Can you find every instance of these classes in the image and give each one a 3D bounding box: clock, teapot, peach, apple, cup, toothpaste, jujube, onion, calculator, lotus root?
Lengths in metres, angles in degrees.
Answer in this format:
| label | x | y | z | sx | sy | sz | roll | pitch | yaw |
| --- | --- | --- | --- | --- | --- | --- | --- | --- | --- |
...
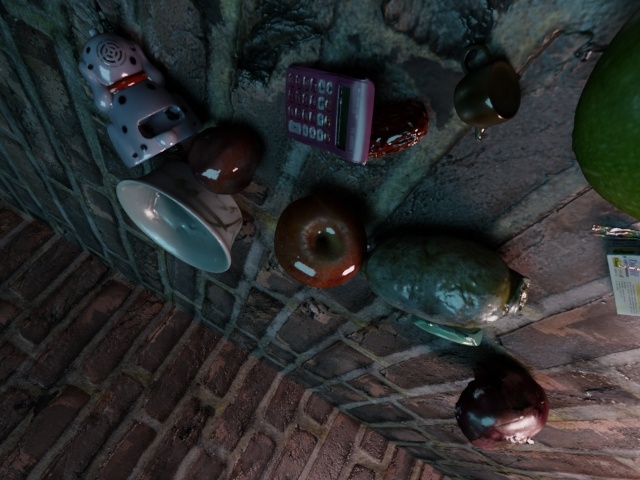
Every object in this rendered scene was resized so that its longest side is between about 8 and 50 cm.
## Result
| label | x | y | z | sx | sy | sz | roll | pitch | yaw |
| --- | --- | --- | --- | --- | --- | --- | --- | --- | --- |
| clock | 0.287 | 0.180 | 0.900 | 0.160 | 0.065 | 0.211 | 18 | -179 | 16 |
| teapot | 0.206 | -0.192 | 0.521 | 0.068 | 0.076 | 0.121 | -1 | 110 | 55 |
| peach | -0.206 | -0.171 | 0.849 | 0.152 | 0.152 | 0.152 | 23 | 149 | 15 |
| apple | 0.000 | 0.000 | 0.862 | 0.201 | 0.201 | 0.162 | 33 | 175 | -3 |
| cup | -0.349 | -0.082 | 1.090 | 0.347 | 0.163 | 0.347 | 24 | 149 | 15 |
| toothpaste | 0.506 | 0.066 | 0.659 | 0.046 | 0.034 | 0.164 | 0 | 137 | 43 |
| jujube | 0.107 | -0.171 | 0.636 | 0.129 | 0.077 | 0.077 | -2 | 136 | 39 |
| onion | 0.471 | 0.438 | 1.085 | 0.252 | 0.219 | 0.252 | -10 | 131 | -12 |
| calculator | 0.010 | -0.207 | 0.644 | 0.191 | 0.034 | 0.126 | 31 | 132 | 39 |
| lotus root | 0.216 | 0.074 | 0.803 | 0.350 | 0.175 | 0.175 | 9 | 143 | 34 |
| clock | -0.387 | -0.298 | 0.825 | 0.189 | 0.189 | 0.253 | -9 | 118 | 48 |

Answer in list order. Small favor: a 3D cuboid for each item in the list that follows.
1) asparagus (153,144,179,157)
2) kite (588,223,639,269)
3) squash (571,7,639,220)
| label | x | y | z | sx | sy | sz | roll | pitch | yaw |
| --- | --- | --- | --- | --- | --- | --- | --- | --- | --- |
| asparagus | -0.421 | -0.238 | 1.058 | 0.165 | 0.030 | 0.036 | 5 | 130 | 38 |
| kite | 0.507 | 0.000 | 0.549 | 0.245 | 0.006 | 0.198 | 12 | 137 | 13 |
| squash | 0.358 | -0.094 | 0.306 | 0.310 | 0.310 | 0.309 | 38 | 151 | -11 |
